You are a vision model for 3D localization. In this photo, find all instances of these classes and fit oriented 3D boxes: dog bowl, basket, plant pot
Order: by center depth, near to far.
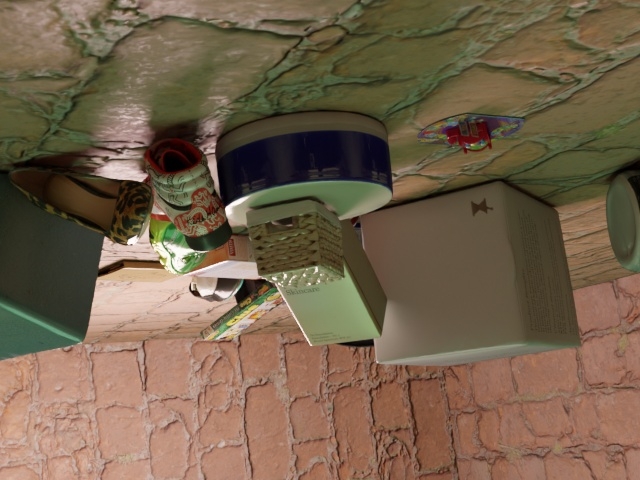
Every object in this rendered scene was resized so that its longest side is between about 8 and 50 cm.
[{"bbox_3d":[-0.024,-0.101,1.327,0.265,0.104,0.265,-6,169,-1],"label":"dog bowl"},{"bbox_3d":[-0.034,0.010,1.343,0.113,0.103,0.167,-10,167,14],"label":"basket"},{"bbox_3d":[-0.524,0.024,1.368,0.248,0.247,0.252,-14,149,31],"label":"plant pot"}]

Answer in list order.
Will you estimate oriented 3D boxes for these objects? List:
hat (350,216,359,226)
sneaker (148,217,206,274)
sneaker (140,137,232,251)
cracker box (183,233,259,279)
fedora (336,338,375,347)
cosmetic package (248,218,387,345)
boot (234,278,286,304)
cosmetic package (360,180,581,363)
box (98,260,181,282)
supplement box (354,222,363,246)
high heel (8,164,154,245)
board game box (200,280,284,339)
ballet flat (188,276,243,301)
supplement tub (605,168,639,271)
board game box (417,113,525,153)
[{"bbox_3d":[0.027,0.056,1.933,0.183,0.173,0.208,-7,166,15],"label":"hat"},{"bbox_3d":[-0.248,-0.001,1.672,0.123,0.109,0.295,-3,168,1],"label":"sneaker"},{"bbox_3d":[-0.222,-0.094,1.307,0.090,0.145,0.270,-27,-148,-19],"label":"sneaker"},{"bbox_3d":[-0.182,0.039,2.009,0.156,0.067,0.232,-17,165,40],"label":"cracker box"},{"bbox_3d":[0.099,0.109,2.168,0.334,0.334,0.152,-4,138,-10],"label":"fedora"},{"bbox_3d":[0.003,0.056,1.676,0.160,0.113,0.309,-11,130,22],"label":"cosmetic package"},{"bbox_3d":[-0.130,0.126,2.416,0.223,0.118,0.338,-15,169,-6],"label":"boot"},{"bbox_3d":[0.332,0.091,1.892,0.327,0.329,0.394,-13,166,29],"label":"cosmetic package"},{"bbox_3d":[-0.443,0.079,2.171,0.201,0.021,0.164,4,165,-43],"label":"box"},{"bbox_3d":[0.089,0.080,1.972,0.111,0.220,0.114,2,166,-33],"label":"supplement box"},{"bbox_3d":[-0.343,-0.060,1.237,0.186,0.093,0.261,18,176,-24],"label":"high heel"},{"bbox_3d":[-0.183,0.182,2.280,0.260,0.030,0.136,-37,157,25],"label":"board game box"},{"bbox_3d":[-0.282,0.114,2.267,0.096,0.095,0.280,11,163,-20],"label":"ballet flat"},{"bbox_3d":[0.761,-0.054,1.731,0.338,0.207,0.207,-6,168,0],"label":"supplement tub"},{"bbox_3d":[0.237,-0.158,1.375,0.169,0.033,0.133,1,166,-29],"label":"board game box"}]
